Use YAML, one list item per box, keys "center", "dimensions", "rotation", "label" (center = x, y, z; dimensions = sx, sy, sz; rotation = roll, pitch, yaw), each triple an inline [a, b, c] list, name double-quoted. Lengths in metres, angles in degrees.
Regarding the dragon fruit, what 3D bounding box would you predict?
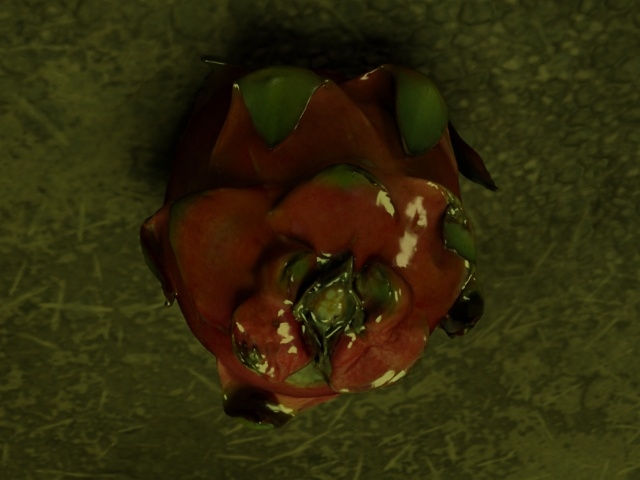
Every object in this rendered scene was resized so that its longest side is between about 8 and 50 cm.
- center: [0.000, -0.002, 1.156]
  dimensions: [0.224, 0.227, 0.224]
  rotation: [-13, 141, -11]
  label: "dragon fruit"
